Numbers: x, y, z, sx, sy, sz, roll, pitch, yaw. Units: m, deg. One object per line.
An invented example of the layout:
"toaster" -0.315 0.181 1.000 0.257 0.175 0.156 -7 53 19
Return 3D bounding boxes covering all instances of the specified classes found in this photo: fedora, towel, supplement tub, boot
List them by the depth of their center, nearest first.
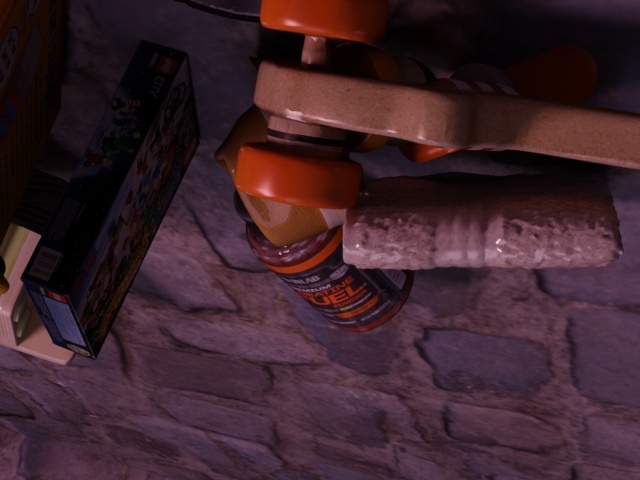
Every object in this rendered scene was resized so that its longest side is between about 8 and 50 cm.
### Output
"towel" 0.123 -0.021 1.044 0.187 0.049 0.282 -1 -172 8
"fedora" -0.031 -0.054 1.133 0.194 0.079 0.194 58 178 3
"supplement tub" 0.000 0.000 1.317 0.106 0.106 0.198 1 152 36
"boot" -0.370 -0.078 1.428 0.161 0.083 0.246 15 163 42

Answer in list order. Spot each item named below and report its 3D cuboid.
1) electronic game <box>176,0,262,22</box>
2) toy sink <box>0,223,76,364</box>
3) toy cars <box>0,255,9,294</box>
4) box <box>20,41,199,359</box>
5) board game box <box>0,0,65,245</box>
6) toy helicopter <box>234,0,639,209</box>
"electronic game" -0.052 -0.211 0.944 0.229 0.048 0.229 9 161 3
"toy sink" -0.366 0.022 1.598 0.234 0.153 0.131 20 157 0
"toy cars" -0.466 -0.054 1.346 0.393 0.087 0.176 38 -174 -4
"box" -0.173 -0.031 1.212 0.044 0.233 0.159 20 158 8
"board game box" -0.420 -0.098 1.065 0.356 0.356 0.356 20 155 -3
"toy helicopter" 0.129 -0.079 0.959 0.355 0.140 0.235 11 -172 19
